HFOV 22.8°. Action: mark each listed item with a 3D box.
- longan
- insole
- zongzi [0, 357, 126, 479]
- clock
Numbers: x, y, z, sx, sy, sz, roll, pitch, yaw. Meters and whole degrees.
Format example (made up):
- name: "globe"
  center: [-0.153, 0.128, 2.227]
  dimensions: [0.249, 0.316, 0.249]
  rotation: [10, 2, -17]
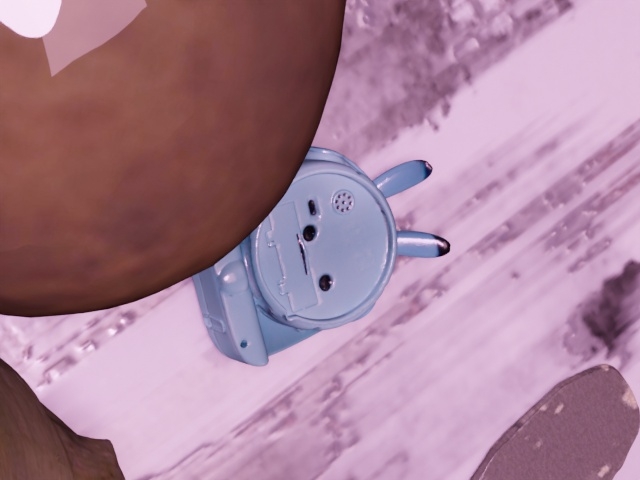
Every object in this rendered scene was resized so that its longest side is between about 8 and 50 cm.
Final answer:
- name: "longan"
  center: [-0.126, -0.115, 0.677]
  dimensions: [0.297, 0.297, 0.297]
  rotation: [-3, 96, -26]
- name: "insole"
  center: [0.108, 0.172, 0.964]
  dimensions: [0.248, 0.011, 0.081]
  rotation: [-42, 110, -17]
- name: "zongzi"
  center: [-0.273, 0.101, 0.741]
  dimensions: [0.181, 0.418, 0.447]
  rotation: [-68, 156, -12]
- name: "clock"
  center: [0.000, 0.000, 0.877]
  dimensions: [0.147, 0.045, 0.108]
  rotation: [-19, 104, -23]
